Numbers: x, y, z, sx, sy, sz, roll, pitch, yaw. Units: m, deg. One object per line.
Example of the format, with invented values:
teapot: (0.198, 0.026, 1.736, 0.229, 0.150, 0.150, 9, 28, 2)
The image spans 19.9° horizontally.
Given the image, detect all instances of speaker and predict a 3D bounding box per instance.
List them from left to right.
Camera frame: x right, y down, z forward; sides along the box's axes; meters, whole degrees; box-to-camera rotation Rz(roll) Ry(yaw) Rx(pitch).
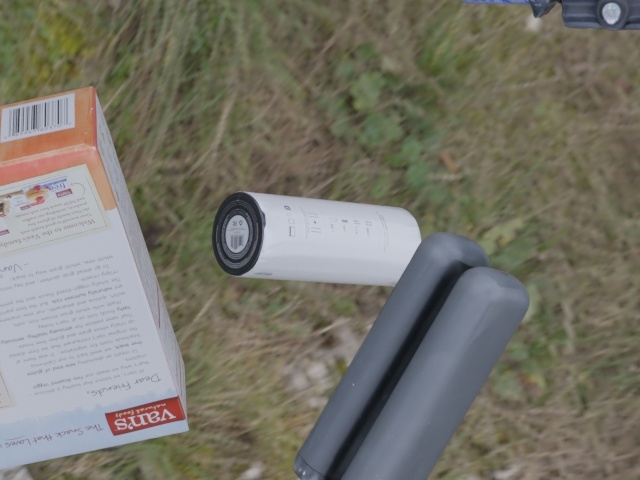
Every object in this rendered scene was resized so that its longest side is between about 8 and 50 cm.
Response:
speaker: (0.000, 0.000, 1.178, 0.136, 0.055, 0.055, 4, 74, -40)

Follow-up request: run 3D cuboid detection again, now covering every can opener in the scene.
can opener: (0.010, 0.123, 0.973, 0.093, 0.074, 0.280, 20, 108, -44)

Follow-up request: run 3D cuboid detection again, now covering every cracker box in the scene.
cracker box: (-0.180, 0.031, 1.092, 0.155, 0.232, 0.067, -12, 39, 2)

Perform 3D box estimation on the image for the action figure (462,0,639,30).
action figure: (0.206, -0.172, 0.989, 0.178, 0.341, 0.330, -46, 126, -54)
